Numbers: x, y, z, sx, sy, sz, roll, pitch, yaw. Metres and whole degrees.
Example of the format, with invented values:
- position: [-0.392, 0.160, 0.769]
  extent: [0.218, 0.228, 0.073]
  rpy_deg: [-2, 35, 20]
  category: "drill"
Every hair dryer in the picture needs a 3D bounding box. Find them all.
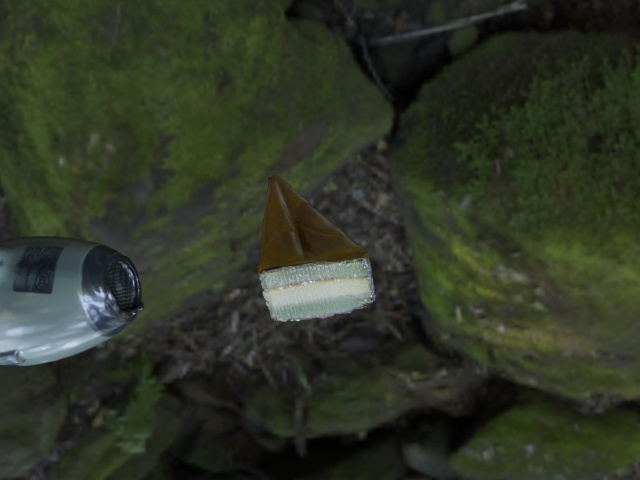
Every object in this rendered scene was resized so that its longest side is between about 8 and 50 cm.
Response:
- position: [-0.256, 0.019, 0.701]
  extent: [0.219, 0.088, 0.225]
  rpy_deg: [-25, 135, 36]
  category: "hair dryer"

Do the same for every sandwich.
- position: [0.000, 0.000, 1.192]
  extent: [0.113, 0.163, 0.079]
  rpy_deg: [-6, 130, 7]
  category: "sandwich"
